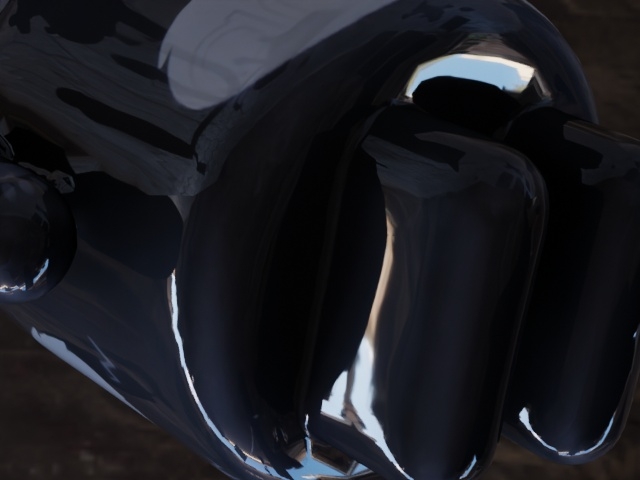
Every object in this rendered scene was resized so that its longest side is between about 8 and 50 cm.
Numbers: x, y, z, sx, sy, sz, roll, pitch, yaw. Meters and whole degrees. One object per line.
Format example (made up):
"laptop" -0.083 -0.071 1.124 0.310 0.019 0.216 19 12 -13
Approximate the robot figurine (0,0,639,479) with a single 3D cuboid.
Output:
"robot figurine" -0.021 -0.016 0.498 0.278 0.173 0.209 26 164 44
